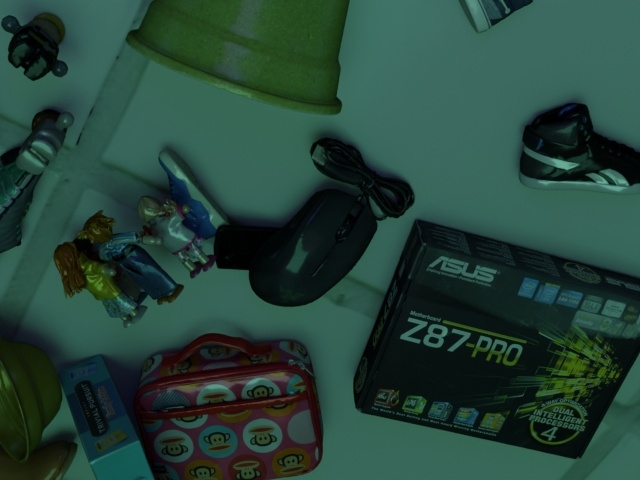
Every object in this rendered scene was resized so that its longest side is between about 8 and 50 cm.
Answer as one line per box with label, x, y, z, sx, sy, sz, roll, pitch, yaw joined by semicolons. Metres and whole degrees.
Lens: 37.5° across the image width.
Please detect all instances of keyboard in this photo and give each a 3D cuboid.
keyboard;-0.069;0.018;1.424;0.192;0.038;0.100;5;118;-16

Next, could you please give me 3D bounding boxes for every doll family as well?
doll family;-0.285;0.034;1.345;0.263;0.118;0.163;-27;115;36

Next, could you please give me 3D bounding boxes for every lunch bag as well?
lunch bag;-0.146;0.265;1.522;0.293;0.120;0.258;-8;116;1

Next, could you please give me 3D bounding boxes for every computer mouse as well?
computer mouse;0.000;0.000;1.366;0.188;0.072;0.272;30;108;-28

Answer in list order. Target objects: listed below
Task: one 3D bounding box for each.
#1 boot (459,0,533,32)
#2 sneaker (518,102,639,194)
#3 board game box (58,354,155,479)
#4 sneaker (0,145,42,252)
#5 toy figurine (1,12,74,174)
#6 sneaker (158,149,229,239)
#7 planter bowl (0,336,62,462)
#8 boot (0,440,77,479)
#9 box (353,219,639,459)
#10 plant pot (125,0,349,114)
boot;0.200;-0.364;1.202;0.086;0.069;0.190;-29;125;6
sneaker;0.392;-0.133;1.323;0.216;0.079;0.121;-1;121;1
board game box;-0.306;0.387;1.498;0.079;0.254;0.336;-23;120;-16
sneaker;-0.456;-0.044;1.371;0.223;0.083;0.098;-42;142;16
toy figurine;-0.433;-0.194;1.238;0.209;0.148;0.213;-4;118;-6
sneaker;-0.207;-0.054;1.364;0.084;0.058;0.152;-33;122;7
planter bowl;-0.466;0.229;1.475;0.090;0.217;0.217;-21;127;-34
boot;-0.569;0.364;1.581;0.283;0.109;0.220;-31;112;23
box;0.284;0.164;1.482;0.394;0.097;0.318;15;115;-9
plant pot;-0.063;-0.317;1.125;0.276;0.276;0.254;17;106;-11
